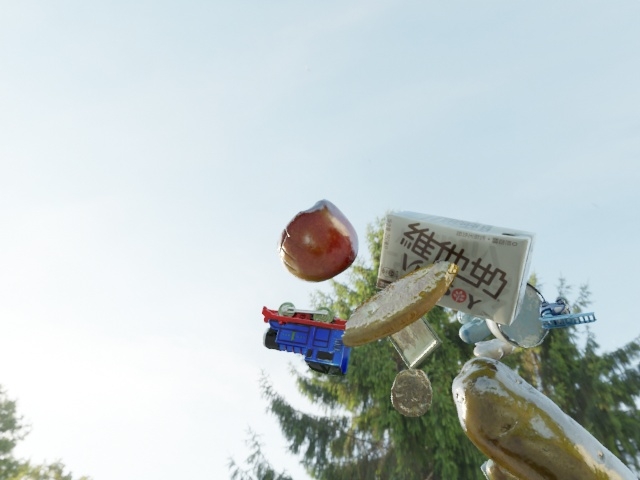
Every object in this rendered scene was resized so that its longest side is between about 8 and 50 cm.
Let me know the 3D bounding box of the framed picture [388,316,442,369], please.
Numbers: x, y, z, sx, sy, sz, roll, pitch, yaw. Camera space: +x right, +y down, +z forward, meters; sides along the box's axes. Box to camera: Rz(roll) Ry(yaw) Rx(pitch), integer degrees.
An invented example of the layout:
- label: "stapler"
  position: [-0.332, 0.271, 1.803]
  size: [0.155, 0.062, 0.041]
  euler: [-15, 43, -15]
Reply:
- label: "framed picture"
  position: [0.315, 0.333, 1.449]
  size: [0.017, 0.217, 0.275]
  euler: [-21, -31, -26]

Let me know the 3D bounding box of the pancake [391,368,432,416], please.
- label: "pancake"
  position: [0.295, 0.486, 1.293]
  size: [0.151, 0.025, 0.152]
  euler: [2, -98, -11]

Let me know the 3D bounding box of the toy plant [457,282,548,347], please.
- label: "toy plant"
  position: [0.646, 0.285, 1.524]
  size: [0.247, 0.247, 0.332]
  euler: [27, -19, -11]

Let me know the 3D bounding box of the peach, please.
- label: "peach"
  position: [0.000, 0.000, 1.247]
  size: [0.245, 0.249, 0.275]
  euler: [18, -33, 3]

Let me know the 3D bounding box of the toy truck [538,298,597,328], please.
- label: "toy truck"
  position: [0.690, 0.205, 1.132]
  size: [0.136, 0.074, 0.063]
  euler: [-20, -69, 33]

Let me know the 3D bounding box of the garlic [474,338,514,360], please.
- label: "garlic"
  position: [0.721, 0.458, 1.678]
  size: [0.174, 0.099, 0.124]
  euler: [-21, -13, -15]

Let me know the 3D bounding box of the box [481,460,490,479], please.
- label: "box"
  position: [0.602, 0.825, 1.368]
  size: [0.031, 0.126, 0.091]
  euler: [-44, -63, 10]

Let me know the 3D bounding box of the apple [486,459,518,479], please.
- label: "apple"
  position: [0.531, 0.674, 1.175]
  size: [0.089, 0.090, 0.075]
  euler: [-2, -45, 8]

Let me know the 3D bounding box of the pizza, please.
- label: "pizza"
  position: [0.155, 0.126, 0.807]
  size: [0.271, 0.134, 0.056]
  euler: [-37, -75, -12]

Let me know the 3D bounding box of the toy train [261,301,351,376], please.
- label: "toy train"
  position: [-0.031, 0.208, 0.874]
  size: [0.203, 0.131, 0.083]
  euler: [5, -25, 18]

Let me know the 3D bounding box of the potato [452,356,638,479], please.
- label: "potato"
  position: [0.394, 0.367, 0.714]
  size: [0.369, 0.176, 0.196]
  euler: [39, -30, 35]

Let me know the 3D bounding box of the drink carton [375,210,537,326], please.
- label: "drink carton"
  position: [0.302, 0.050, 0.942]
  size: [0.324, 0.132, 0.195]
  euler: [14, -73, 33]
